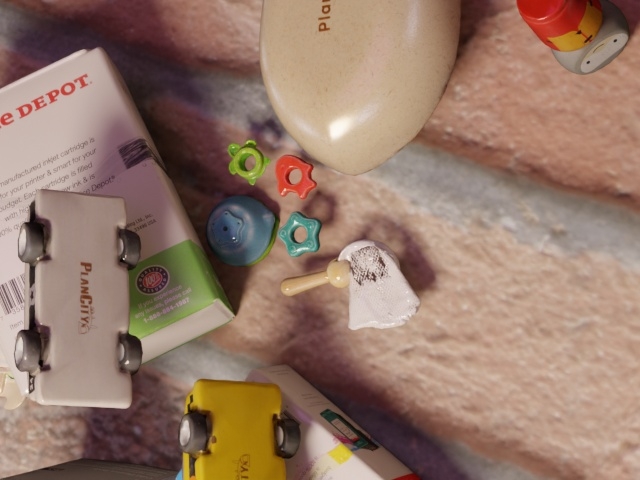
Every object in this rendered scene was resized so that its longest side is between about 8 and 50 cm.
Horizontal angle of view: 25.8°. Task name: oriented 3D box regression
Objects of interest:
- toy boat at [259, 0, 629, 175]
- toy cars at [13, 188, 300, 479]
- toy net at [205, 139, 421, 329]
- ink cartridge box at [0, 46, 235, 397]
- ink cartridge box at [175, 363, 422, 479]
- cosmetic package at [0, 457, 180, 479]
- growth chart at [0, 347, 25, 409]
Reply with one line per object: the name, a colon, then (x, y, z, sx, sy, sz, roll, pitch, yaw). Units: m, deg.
toy boat: (0.098, -0.183, 1.211, 0.318, 0.148, 0.267, 4, 83, 30)
toy cars: (-0.145, 0.137, 1.184, 0.393, 0.176, 0.087, 51, 145, -2)
toy net: (0.000, 0.000, 1.283, 0.232, 0.045, 0.122, 27, 95, 20)
ink cartridge box: (-0.229, -0.012, 1.311, 0.198, 0.115, 0.273, -26, 76, 0)
ink cartridge box: (0.001, 0.233, 1.249, 0.231, 0.078, 0.134, 40, 102, 19)
cosmetic package: (-0.234, 0.265, 1.258, 0.127, 0.238, 0.107, 4, 89, 22)
growth chart: (-0.362, 0.076, 1.438, 0.237, 0.021, 0.172, 11, 92, 22)
